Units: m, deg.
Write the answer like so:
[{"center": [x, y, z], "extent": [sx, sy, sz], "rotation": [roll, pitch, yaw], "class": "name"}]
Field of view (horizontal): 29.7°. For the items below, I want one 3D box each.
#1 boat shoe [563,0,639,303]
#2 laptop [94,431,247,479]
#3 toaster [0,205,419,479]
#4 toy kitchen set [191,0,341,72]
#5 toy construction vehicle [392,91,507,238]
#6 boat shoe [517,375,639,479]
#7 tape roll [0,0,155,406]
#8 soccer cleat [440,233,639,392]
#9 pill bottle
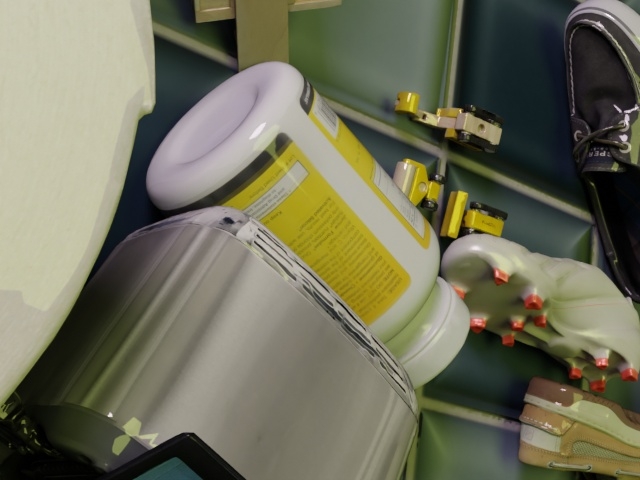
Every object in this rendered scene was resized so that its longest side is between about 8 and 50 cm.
[{"center": [0.217, -0.059, 0.875], "extent": [0.076, 0.080, 0.228], "rotation": [-32, 112, -40], "class": "boat shoe"}, {"center": [-0.087, 0.249, 0.506], "extent": [0.234, 0.136, 0.264], "rotation": [47, 62, -25], "class": "laptop"}, {"center": [-0.055, 0.087, 0.583], "extent": [0.227, 0.129, 0.146], "rotation": [46, 53, -24], "class": "toaster"}, {"center": [-0.036, -0.148, 0.701], "extent": [0.083, 0.075, 0.068], "rotation": [-8, 131, -10], "class": "toy kitchen set"}, {"center": [0.081, -0.046, 0.784], "extent": [0.098, 0.035, 0.086], "rotation": [15, 85, -36], "class": "toy construction vehicle"}, {"center": [0.206, 0.154, 0.845], "extent": [0.190, 0.068, 0.072], "rotation": [23, 83, -29], "class": "boat shoe"}, {"center": [-0.245, -0.072, 0.371], "extent": [0.392, 0.072, 0.392], "rotation": [-2, 94, -26], "class": "tape roll"}, {"center": [0.149, 0.036, 0.810], "extent": [0.196, 0.068, 0.076], "rotation": [32, 49, -34], "class": "soccer cleat"}, {"center": [0.000, 0.000, 0.656], "extent": [0.184, 0.103, 0.103], "rotation": [48, 56, -25], "class": "pill bottle"}]
